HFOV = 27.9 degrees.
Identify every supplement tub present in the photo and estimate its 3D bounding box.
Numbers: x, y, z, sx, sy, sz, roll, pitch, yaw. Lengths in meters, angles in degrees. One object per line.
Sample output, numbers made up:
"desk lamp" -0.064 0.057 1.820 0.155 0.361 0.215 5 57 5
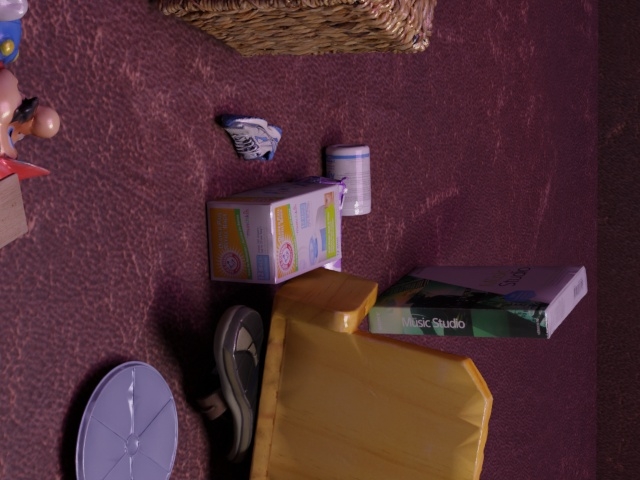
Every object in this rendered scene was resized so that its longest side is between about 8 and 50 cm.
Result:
"supplement tub" 0.044 -0.096 2.031 0.071 0.071 0.107 -19 109 -61

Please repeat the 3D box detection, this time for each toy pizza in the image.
"toy pizza" -0.238 0.245 1.555 0.201 0.032 0.201 -8 99 -62

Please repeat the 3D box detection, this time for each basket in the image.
"basket" -0.021 -0.360 1.621 0.223 0.299 0.213 20 75 -62

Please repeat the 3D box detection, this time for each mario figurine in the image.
"mario figurine" -0.303 -0.181 1.238 0.198 0.170 0.320 -8 98 -65

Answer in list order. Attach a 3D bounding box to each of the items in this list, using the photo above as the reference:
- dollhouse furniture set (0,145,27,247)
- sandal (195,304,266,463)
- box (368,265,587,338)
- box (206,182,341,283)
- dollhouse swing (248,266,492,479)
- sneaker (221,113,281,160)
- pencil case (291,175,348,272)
"dollhouse furniture set" -0.368 -0.057 1.147 0.123 0.151 0.144 -45 132 -63
"sandal" -0.121 0.182 1.704 0.302 0.086 0.120 88 16 -49
"box" 0.272 0.101 2.225 0.232 0.322 0.058 -33 118 -58
"box" -0.062 -0.013 1.795 0.203 0.103 0.114 -19 109 -61
"dollhouse swing" 0.077 0.245 1.755 0.315 0.305 0.346 -39 138 -75
"sneaker" -0.094 -0.139 1.778 0.135 0.052 0.058 16 82 -62
"pencil case" 0.000 0.000 1.934 0.086 0.088 0.206 -82 172 -79
